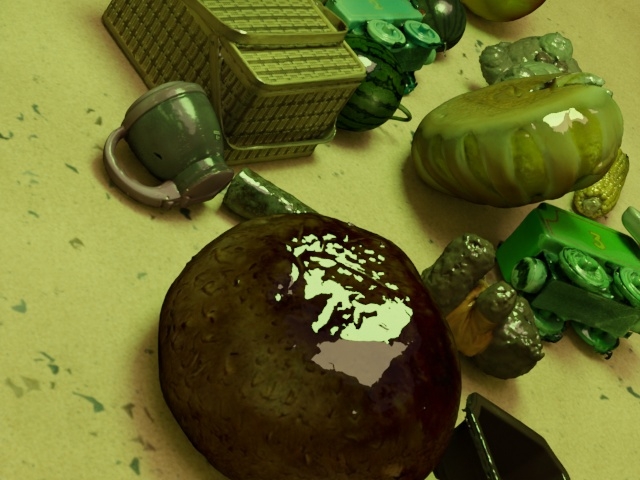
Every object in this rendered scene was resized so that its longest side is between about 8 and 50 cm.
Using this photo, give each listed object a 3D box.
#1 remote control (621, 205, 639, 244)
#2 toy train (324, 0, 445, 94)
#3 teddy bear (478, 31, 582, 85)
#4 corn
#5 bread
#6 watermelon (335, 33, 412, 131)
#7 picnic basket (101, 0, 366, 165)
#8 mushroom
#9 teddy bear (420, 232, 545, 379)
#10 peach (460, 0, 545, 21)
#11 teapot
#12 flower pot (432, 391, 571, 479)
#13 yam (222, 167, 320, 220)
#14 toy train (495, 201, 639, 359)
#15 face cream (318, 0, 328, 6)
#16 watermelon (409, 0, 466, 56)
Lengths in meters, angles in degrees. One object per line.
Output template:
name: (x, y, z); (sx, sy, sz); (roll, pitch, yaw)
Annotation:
remote control: (0.518, -0.002, 1.904); (0.090, 0.038, 0.309); (52, 13, 19)
toy train: (0.087, -0.321, 1.938); (0.203, 0.112, 0.163); (-10, 51, -46)
teddy bear: (0.370, -0.255, 2.062); (0.236, 0.151, 0.267); (30, 41, 1)
corn: (0.472, -0.102, 2.046); (0.072, 0.072, 0.203); (37, 36, 0)
bread: (0.284, -0.138, 1.780); (0.333, 0.333, 0.160); (-35, 114, -52)
watermelon: (0.066, -0.223, 1.788); (0.187, 0.141, 0.141); (22, 39, -26)
picnic basket: (-0.110, -0.268, 1.660); (0.228, 0.175, 0.313); (-12, 58, -46)
mushroom: (-0.012, 0.115, 1.305); (0.345, 0.239, 0.345); (6, 26, -3)
teddy bear: (0.204, 0.097, 1.569); (0.190, 0.177, 0.140); (41, 81, 0)
peach: (0.340, -0.516, 2.255); (0.231, 0.231, 0.231); (22, 39, -19)
teapot: (-0.178, -0.111, 1.493); (0.148, 0.116, 0.146); (-16, 72, -52)
flower pot: (0.207, 0.285, 1.347); (0.251, 0.084, 0.179); (35, 29, -47)
yam: (0.000, 0.000, 1.562); (0.274, 0.061, 0.061); (33, 37, -7)
toy train: (0.370, 0.052, 1.752); (0.243, 0.132, 0.188); (18, 36, -27)
face cream: (0.058, -0.444, 2.077); (0.137, 0.084, 0.341); (33, 28, 18)
watermelon: (0.198, -0.364, 2.077); (0.105, 0.105, 0.133); (6, 58, -35)
